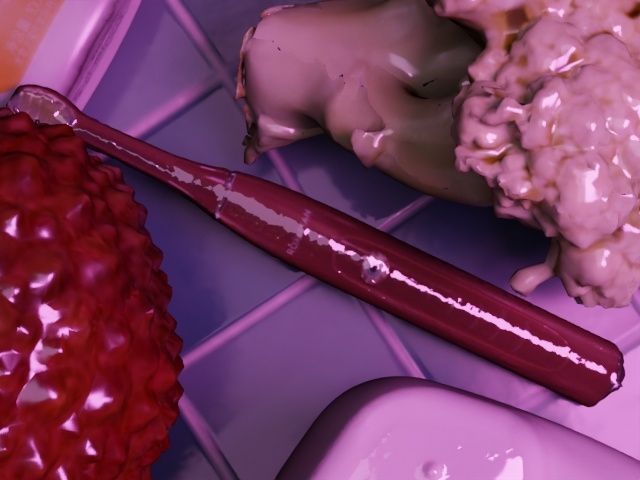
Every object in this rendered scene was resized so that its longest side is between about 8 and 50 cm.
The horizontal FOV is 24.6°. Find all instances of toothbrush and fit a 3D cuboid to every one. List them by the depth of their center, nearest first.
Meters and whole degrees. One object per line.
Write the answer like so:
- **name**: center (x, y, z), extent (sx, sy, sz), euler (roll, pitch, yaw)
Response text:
- **toothbrush**: center (0.000, 0.000, 0.798), extent (0.364, 0.041, 0.040), euler (26, 86, -6)

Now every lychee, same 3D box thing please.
- **lychee**: center (-0.192, 0.059, 0.724), extent (0.264, 0.264, 0.300), euler (43, 43, 4)

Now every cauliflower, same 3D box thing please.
- **cauliflower**: center (0.096, -0.112, 0.719), extent (0.281, 0.260, 0.327), euler (0, 48, -1)

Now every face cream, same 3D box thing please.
- **face cream**: center (-0.247, -0.172, 0.825), extent (0.291, 0.071, 0.144), euler (31, 89, 3)

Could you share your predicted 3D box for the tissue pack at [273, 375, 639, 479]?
- **tissue pack**: center (0.110, 0.219, 0.715), extent (0.333, 0.236, 0.229), euler (29, 78, 3)
